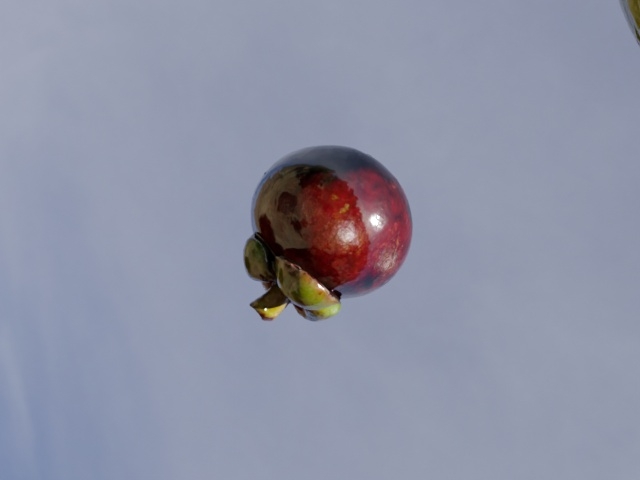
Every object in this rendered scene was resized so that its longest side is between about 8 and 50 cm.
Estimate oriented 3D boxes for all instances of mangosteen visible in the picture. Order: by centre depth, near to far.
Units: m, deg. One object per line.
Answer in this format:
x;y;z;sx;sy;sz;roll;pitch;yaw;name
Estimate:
0.000;0.000;1.302;0.200;0.200;0.200;20;-63;44;mangosteen

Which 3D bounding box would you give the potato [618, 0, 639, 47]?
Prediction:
0.281;-0.116;0.778;0.251;0.149;0.113;50;-32;3;potato
